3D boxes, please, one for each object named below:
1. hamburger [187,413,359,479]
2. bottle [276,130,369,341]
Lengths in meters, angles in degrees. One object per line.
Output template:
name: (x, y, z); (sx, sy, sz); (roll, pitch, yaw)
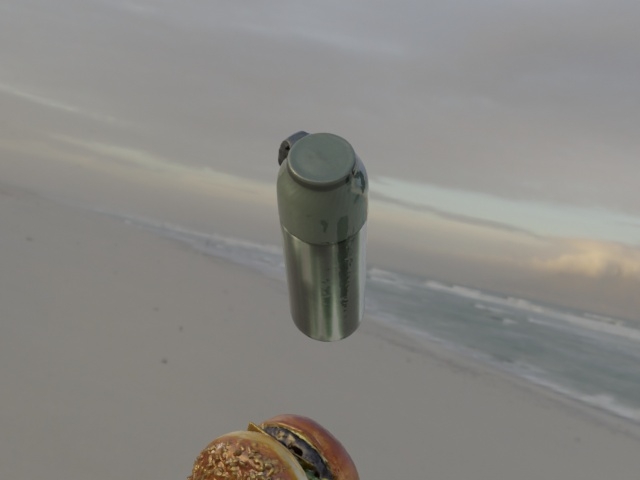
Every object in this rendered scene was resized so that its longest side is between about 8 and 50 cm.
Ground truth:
hamburger: (-0.089, 0.455, 1.558); (0.291, 0.291, 0.225); (11, 17, 36)
bottle: (0.000, 0.000, 0.814); (0.096, 0.079, 0.253); (47, -21, 28)
